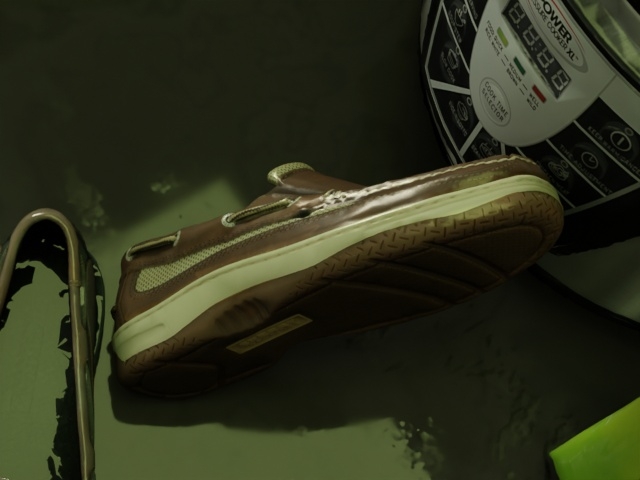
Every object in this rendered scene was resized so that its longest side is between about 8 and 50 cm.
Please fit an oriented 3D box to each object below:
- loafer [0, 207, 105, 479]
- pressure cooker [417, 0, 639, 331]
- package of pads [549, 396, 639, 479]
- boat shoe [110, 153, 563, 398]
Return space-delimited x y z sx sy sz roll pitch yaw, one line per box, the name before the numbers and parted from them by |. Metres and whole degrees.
loafer | -0.156 0.111 0.747 0.096 0.084 0.267 3 68 -9
pressure cooker | 0.260 -0.171 0.755 0.370 0.420 0.375 16 67 -5
package of pads | 0.252 0.152 0.690 0.101 0.296 0.229 -12 70 -26
boat shoe | -0.004 -0.003 0.762 0.257 0.095 0.095 -20 61 20
